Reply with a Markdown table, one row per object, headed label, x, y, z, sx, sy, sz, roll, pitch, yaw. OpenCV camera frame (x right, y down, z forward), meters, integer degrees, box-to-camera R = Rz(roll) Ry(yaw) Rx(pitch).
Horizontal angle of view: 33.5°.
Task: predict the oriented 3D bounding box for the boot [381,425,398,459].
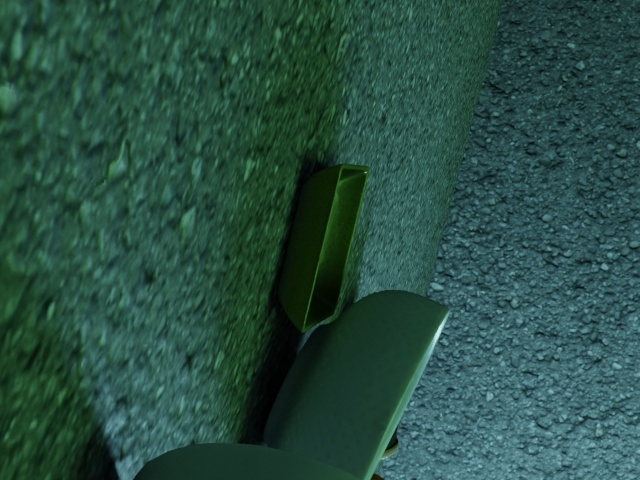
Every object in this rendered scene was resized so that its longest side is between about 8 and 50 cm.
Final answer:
| label | x | y | z | sx | sy | sz | roll | pitch | yaw |
| --- | --- | --- | --- | --- | --- | --- | --- | --- | --- |
| boot | 0.083 | 0.215 | 1.660 | 0.248 | 0.090 | 0.207 | -38 | 127 | -71 |

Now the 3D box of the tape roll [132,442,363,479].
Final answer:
| label | x | y | z | sx | sy | sz | roll | pitch | yaw |
| --- | --- | --- | --- | --- | --- | --- | --- | --- | --- |
| tape roll | -0.035 | 0.277 | 0.784 | 0.286 | 0.286 | 0.100 | 94 | 14 | -44 |

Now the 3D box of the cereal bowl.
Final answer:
| label | x | y | z | sx | sy | sz | roll | pitch | yaw |
| --- | --- | --- | --- | --- | --- | --- | --- | --- | --- |
| cereal bowl | 0.028 | 0.203 | 1.306 | 0.339 | 0.141 | 0.339 | -61 | 171 | -17 |

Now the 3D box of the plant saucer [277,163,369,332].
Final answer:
| label | x | y | z | sx | sy | sz | roll | pitch | yaw |
| --- | --- | --- | --- | --- | --- | --- | --- | --- | --- |
| plant saucer | 0.000 | 0.000 | 1.221 | 0.188 | 0.045 | 0.188 | -14 | 117 | -78 |

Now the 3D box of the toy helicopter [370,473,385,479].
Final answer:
| label | x | y | z | sx | sy | sz | roll | pitch | yaw |
| --- | --- | --- | --- | --- | --- | --- | --- | --- | --- |
| toy helicopter | 0.000 | 0.460 | 1.567 | 0.235 | 0.140 | 0.355 | -47 | 147 | -19 |
